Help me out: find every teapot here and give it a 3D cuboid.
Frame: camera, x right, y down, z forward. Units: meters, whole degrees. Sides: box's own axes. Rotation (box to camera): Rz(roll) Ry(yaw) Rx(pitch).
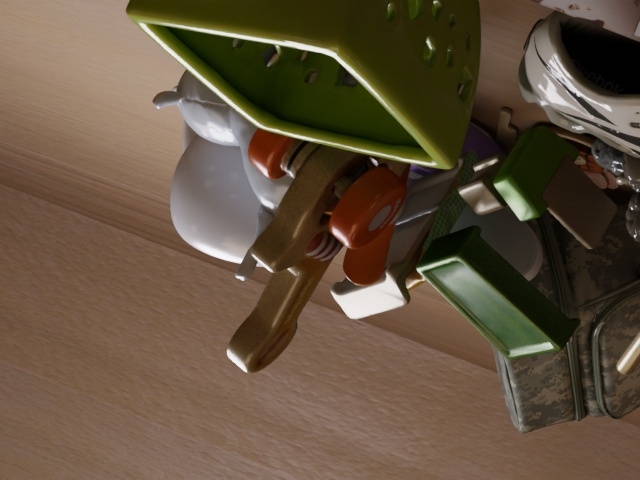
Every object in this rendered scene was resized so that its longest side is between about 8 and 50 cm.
[{"bbox_3d":[-0.063,-0.089,1.654,0.256,0.187,0.252,5,-157,-9],"label":"teapot"}]

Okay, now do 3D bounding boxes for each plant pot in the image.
[{"bbox_3d":[0.014,-0.211,1.106,0.228,0.207,0.227,14,167,34],"label":"plant pot"}]

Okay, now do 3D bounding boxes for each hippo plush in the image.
[{"bbox_3d":[-0.038,-0.153,1.497,0.234,0.294,0.236,-10,-143,-43],"label":"hippo plush"}]

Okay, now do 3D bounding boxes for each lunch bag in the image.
[{"bbox_3d":[0.345,0.090,1.711,0.256,0.212,0.305,-13,139,5],"label":"lunch bag"}]

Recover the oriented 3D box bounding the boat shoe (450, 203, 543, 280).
[{"bbox_3d":[0.171,-0.003,1.610,0.268,0.096,0.088,18,171,42],"label":"boat shoe"}]

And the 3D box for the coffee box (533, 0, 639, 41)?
[{"bbox_3d":[0.235,-0.208,0.796,0.297,0.168,0.119,22,169,4],"label":"coffee box"}]

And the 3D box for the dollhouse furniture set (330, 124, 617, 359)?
[{"bbox_3d":[0.171,0.018,1.470,0.151,0.197,0.301,42,154,-14],"label":"dollhouse furniture set"}]

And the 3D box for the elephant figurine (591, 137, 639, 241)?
[{"bbox_3d":[0.384,-0.054,1.352,0.169,0.186,0.239,-13,173,8],"label":"elephant figurine"}]

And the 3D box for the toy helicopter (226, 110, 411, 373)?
[{"bbox_3d":[0.000,0.000,1.381,0.140,0.355,0.235,41,-145,17],"label":"toy helicopter"}]

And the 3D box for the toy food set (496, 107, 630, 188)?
[{"bbox_3d":[0.293,-0.092,1.554,0.192,0.038,0.132,20,169,12],"label":"toy food set"}]

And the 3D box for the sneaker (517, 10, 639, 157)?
[{"bbox_3d":[0.333,-0.116,1.156,0.331,0.122,0.146,20,171,9],"label":"sneaker"}]

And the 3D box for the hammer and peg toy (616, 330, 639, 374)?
[{"bbox_3d":[0.525,0.092,1.537,0.361,0.127,0.266,25,141,-14],"label":"hammer and peg toy"}]

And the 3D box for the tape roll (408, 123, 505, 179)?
[{"bbox_3d":[0.135,-0.104,1.676,0.189,0.080,0.189,26,170,5],"label":"tape roll"}]

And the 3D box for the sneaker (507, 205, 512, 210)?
[{"bbox_3d":[0.317,0.003,1.863,0.087,0.083,0.221,22,169,46],"label":"sneaker"}]
